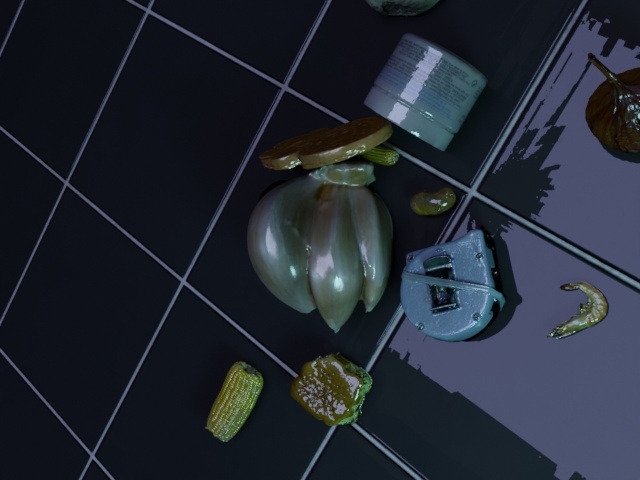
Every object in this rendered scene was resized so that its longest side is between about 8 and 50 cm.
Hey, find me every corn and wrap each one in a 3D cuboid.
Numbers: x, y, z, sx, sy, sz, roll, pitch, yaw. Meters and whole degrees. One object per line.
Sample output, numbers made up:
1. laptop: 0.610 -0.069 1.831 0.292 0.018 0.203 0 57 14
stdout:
1. corn: -0.182 0.339 1.493 0.085 0.063 0.165 30 101 6
2. corn: 0.111 -0.172 1.401 0.092 0.037 0.037 25 97 30

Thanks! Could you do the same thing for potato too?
1. potato: 0.210 -0.070 1.324 0.092 0.045 0.046 -11 42 27

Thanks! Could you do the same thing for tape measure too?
1. tape measure: 0.232 0.088 1.256 0.182 0.107 0.180 -22 66 24

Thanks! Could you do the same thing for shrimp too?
1. shrimp: 0.418 0.115 1.189 0.114 0.023 0.083 -36 64 16

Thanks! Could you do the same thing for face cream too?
1. face cream: 0.189 -0.268 1.283 0.177 0.177 0.152 39 104 29

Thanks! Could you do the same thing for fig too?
1. fig: 0.480 -0.223 1.096 0.146 0.201 0.133 -30 60 18

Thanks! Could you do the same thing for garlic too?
1. garlic: 0.001 0.000 1.337 0.279 0.132 0.324 8 77 0

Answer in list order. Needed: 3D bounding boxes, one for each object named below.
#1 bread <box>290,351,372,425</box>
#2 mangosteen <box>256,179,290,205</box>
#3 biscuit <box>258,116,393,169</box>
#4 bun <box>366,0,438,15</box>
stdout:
1. bread: 0.023 0.283 1.376 0.140 0.069 0.127 31 99 29
2. mangosteen: -0.077 -0.062 1.461 0.140 0.140 0.140 -4 81 30
3. biscuit: 0.009 -0.182 1.385 0.289 0.202 0.044 -9 113 36
4. bun: 0.160 -0.552 1.377 0.221 0.108 0.221 -5 81 31
